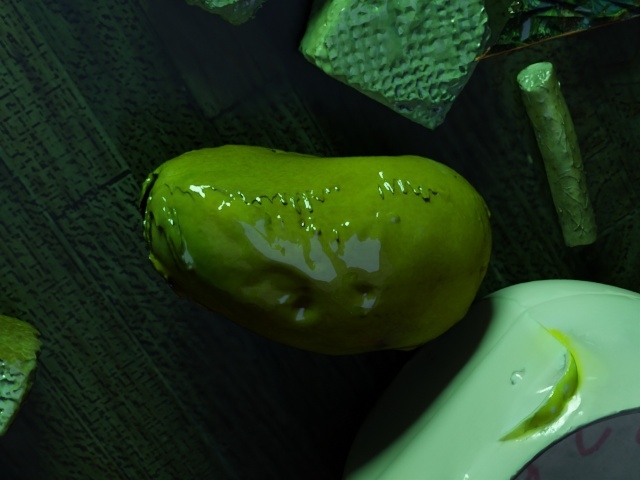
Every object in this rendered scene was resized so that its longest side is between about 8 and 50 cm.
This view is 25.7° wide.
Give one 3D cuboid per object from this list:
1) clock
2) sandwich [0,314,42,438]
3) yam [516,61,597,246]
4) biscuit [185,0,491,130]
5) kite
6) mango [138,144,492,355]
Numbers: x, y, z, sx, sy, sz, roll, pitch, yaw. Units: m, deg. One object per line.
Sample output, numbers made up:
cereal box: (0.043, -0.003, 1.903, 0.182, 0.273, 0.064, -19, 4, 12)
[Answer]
clock: (0.208, 0.217, 1.024, 0.376, 0.250, 0.368, 40, 93, -20)
sandwich: (-0.353, 0.116, 0.880, 0.288, 0.099, 0.254, 23, 95, -25)
yam: (0.176, -0.060, 1.030, 0.032, 0.032, 0.145, -24, 117, -8)
biscuit: (0.011, -0.183, 0.918, 0.250, 0.046, 0.147, 27, 99, -25)
kite: (0.187, -0.203, 0.968, 0.189, 0.009, 0.232, 32, 86, -37)
mango: (0.000, 0.000, 0.925, 0.248, 0.151, 0.156, 14, 139, -26)
